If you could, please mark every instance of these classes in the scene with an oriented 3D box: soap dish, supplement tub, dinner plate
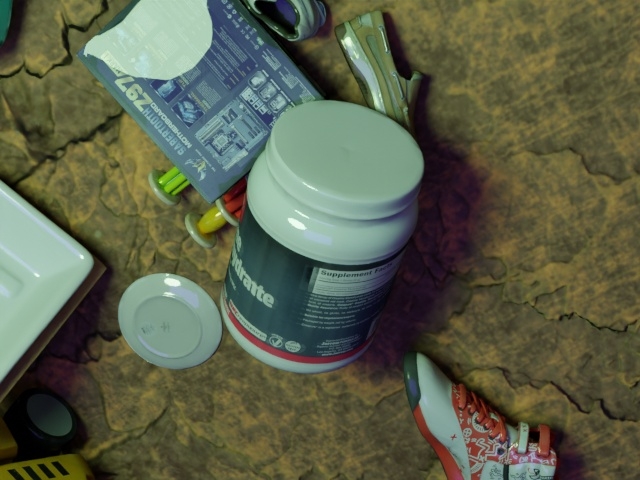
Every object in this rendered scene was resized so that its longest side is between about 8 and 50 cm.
[{"bbox_3d":[-0.436,0.071,1.481,0.229,0.291,0.118,40,147,-8],"label":"soap dish"},{"bbox_3d":[0.000,0.000,1.369,0.191,0.191,0.272,19,131,2],"label":"supplement tub"},{"bbox_3d":[-0.197,0.109,1.585,0.141,0.017,0.141,5,115,11],"label":"dinner plate"}]

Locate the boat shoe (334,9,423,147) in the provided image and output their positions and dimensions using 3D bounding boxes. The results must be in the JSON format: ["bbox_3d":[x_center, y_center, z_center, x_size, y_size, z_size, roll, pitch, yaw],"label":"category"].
[{"bbox_3d":[0.085,-0.169,1.380,0.072,0.068,0.190,-25,109,4],"label":"boat shoe"}]

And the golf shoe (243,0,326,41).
[{"bbox_3d":[-0.068,-0.289,1.342,0.176,0.086,0.069,42,117,-7],"label":"golf shoe"}]

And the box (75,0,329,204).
[{"bbox_3d":[-0.132,-0.186,1.386,0.183,0.059,0.233,-41,95,11],"label":"box"}]

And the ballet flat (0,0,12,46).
[{"bbox_3d":[-0.389,-0.391,1.340,0.147,0.147,0.409,23,116,1],"label":"ballet flat"}]

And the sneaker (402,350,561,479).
[{"bbox_3d":[0.209,0.233,1.520,0.145,0.090,0.270,-18,113,17],"label":"sneaker"}]

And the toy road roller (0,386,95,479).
[{"bbox_3d":[-0.431,0.346,1.565,0.202,0.329,0.240,-47,65,24],"label":"toy road roller"}]

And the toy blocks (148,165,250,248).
[{"bbox_3d":[-0.115,-0.077,1.464,0.148,0.054,0.123,-35,101,21],"label":"toy blocks"}]
